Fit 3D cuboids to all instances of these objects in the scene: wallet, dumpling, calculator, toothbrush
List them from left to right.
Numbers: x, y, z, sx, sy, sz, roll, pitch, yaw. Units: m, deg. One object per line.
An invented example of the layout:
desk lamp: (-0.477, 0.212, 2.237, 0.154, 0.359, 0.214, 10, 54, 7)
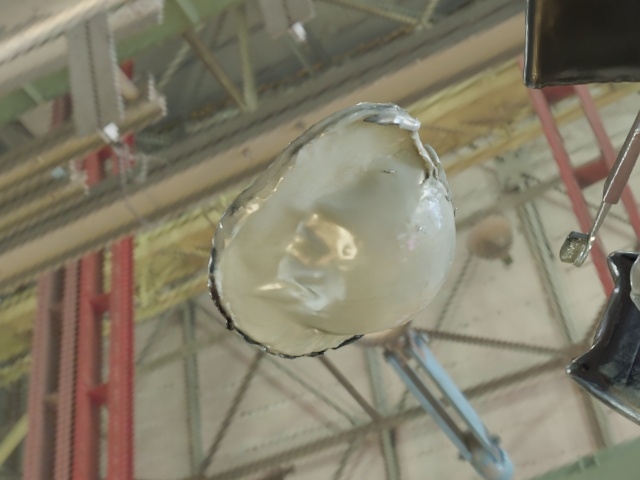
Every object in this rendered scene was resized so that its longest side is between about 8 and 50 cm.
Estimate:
dumpling: (0.000, 0.000, 0.884, 0.172, 0.247, 0.142, -29, -126, -18)
wallet: (0.257, -0.270, 1.155, 0.146, 0.285, 0.030, 1, -147, 9)
toothbrush: (0.173, -0.039, 0.752, 0.017, 0.194, 0.014, 14, -125, 0)
calculator: (0.383, 0.117, 1.232, 0.268, 0.040, 0.177, 22, -101, 4)

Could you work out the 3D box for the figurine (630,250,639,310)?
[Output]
figurine: (0.306, 0.067, 0.945, 0.143, 0.271, 0.143, -19, -141, 17)
